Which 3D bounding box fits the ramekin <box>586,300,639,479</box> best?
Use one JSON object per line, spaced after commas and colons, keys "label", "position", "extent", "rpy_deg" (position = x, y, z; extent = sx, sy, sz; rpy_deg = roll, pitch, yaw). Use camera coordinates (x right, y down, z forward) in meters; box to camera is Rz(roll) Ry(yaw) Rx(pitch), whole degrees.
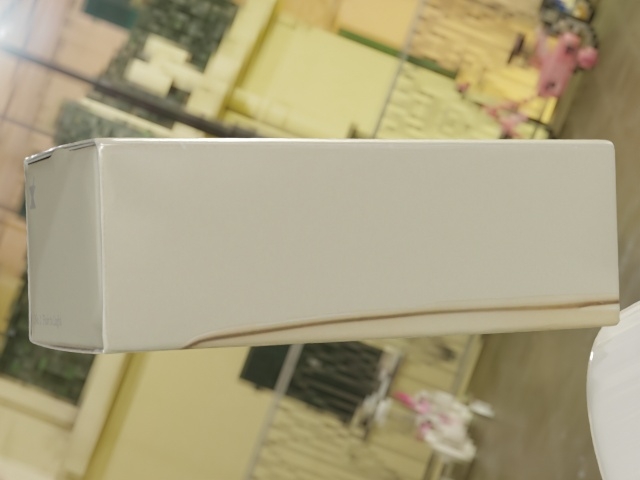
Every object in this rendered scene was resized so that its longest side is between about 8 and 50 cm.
{"label": "ramekin", "position": [0.277, 0.139, 0.968], "extent": [0.135, 0.277, 0.277], "rpy_deg": [-27, 24, 27]}

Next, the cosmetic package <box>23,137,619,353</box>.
{"label": "cosmetic package", "position": [0.000, 0.000, 0.916], "extent": [0.160, 0.309, 0.113], "rpy_deg": [178, 90, -67]}
